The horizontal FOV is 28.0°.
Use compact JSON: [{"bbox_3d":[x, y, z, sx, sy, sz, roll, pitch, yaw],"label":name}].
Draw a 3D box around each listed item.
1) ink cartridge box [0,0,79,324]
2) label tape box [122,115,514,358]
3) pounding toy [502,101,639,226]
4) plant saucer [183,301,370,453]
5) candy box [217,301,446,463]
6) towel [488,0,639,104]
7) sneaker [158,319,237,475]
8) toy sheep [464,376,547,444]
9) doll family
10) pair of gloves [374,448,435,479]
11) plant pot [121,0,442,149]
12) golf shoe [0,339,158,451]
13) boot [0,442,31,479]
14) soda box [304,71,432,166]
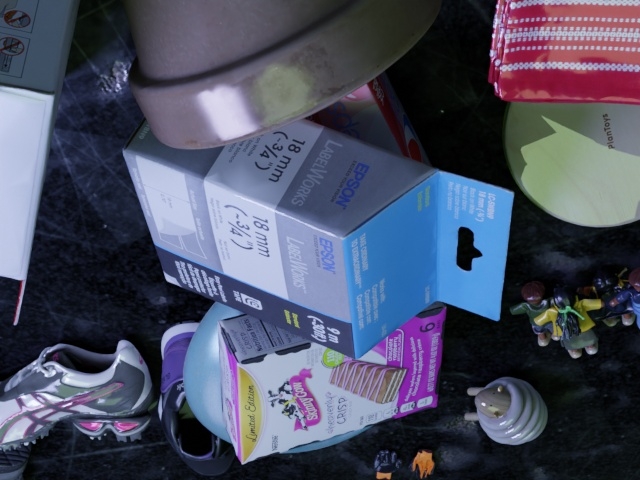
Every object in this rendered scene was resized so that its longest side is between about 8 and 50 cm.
[{"bbox_3d":[-0.269,-0.132,1.025,0.130,0.309,0.271,10,137,-12],"label":"ink cartridge box"},{"bbox_3d":[0.000,0.000,1.205,0.334,0.106,0.240,21,153,17],"label":"label tape box"},{"bbox_3d":[0.266,-0.139,1.207,0.183,0.110,0.236,13,108,-1],"label":"pounding toy"},{"bbox_3d":[0.004,0.132,1.443,0.318,0.043,0.317,-14,132,-17],"label":"plant saucer"},{"bbox_3d":[0.012,0.134,1.368,0.233,0.071,0.159,-14,133,-16],"label":"candy box"},{"bbox_3d":[0.251,-0.237,1.068,0.199,0.031,0.274,4,123,2],"label":"towel"},{"bbox_3d":[-0.155,0.231,1.573,0.107,0.124,0.283,-2,138,2],"label":"sneaker"},{"bbox_3d":[0.236,0.212,1.594,0.091,0.091,0.132,-32,144,30],"label":"toy sheep"},{"bbox_3d":[0.313,0.074,1.451,0.193,0.076,0.111,-18,131,11],"label":"doll family"},{"bbox_3d":[0.114,0.303,1.744,0.083,0.010,0.074,1,140,2],"label":"pair of gloves"},{"bbox_3d":[-0.068,-0.232,0.990,0.263,0.263,0.229,-19,118,19],"label":"plant pot"},{"bbox_3d":[-0.336,0.179,1.550,0.273,0.105,0.120,-6,120,0],"label":"golf shoe"},{"bbox_3d":[-0.501,0.292,1.673,0.247,0.083,0.161,12,142,-12],"label":"boot"},{"bbox_3d":[0.032,-0.108,1.229,0.092,0.083,0.263,-16,137,16],"label":"soda box"}]
